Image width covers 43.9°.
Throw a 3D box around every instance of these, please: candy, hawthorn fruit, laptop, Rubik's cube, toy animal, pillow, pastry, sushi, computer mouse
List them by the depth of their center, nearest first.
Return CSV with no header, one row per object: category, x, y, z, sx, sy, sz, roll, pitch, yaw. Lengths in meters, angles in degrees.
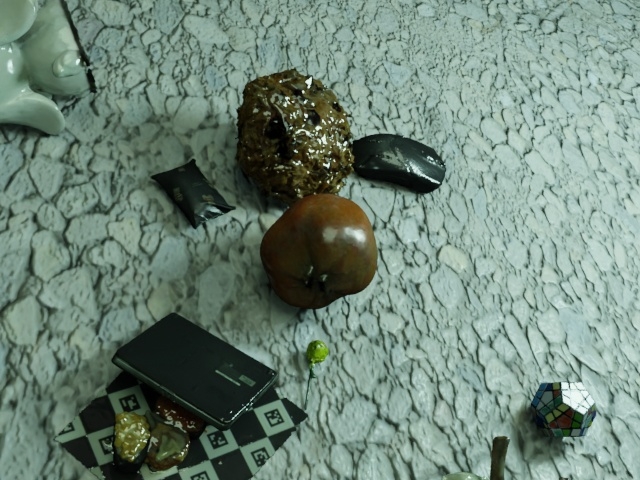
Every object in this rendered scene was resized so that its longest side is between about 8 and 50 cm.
sushi,-0.192,0.257,1.160,0.264,0.050,0.290,37,47,10
laptop,-0.184,0.188,1.176,0.207,0.026,0.154,27,29,17
candy,-0.013,0.217,1.286,0.035,0.035,0.122,46,43,-38
Rubik's cube,0.415,0.289,1.357,0.111,0.111,0.093,3,75,-20
hawthorn fruit,0.000,0.000,1.378,0.200,0.199,0.251,18,33,-8
toy animal,-0.531,-0.299,1.402,0.289,0.249,0.174,-38,30,-5
pillow,-0.229,-0.085,1.441,0.090,0.048,0.150,-18,56,-43
pastry,-0.059,-0.191,1.528,0.275,0.193,0.274,23,53,-35
computer mouse,0.163,-0.172,1.664,0.217,0.073,0.121,13,47,-14

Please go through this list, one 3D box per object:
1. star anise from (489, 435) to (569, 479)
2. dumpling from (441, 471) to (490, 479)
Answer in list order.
star anise,0.316,0.479,1.145,0.349,0.109,0.292,50,45,10
dumpling,0.224,0.388,1.229,0.077,0.043,0.059,14,63,-33
